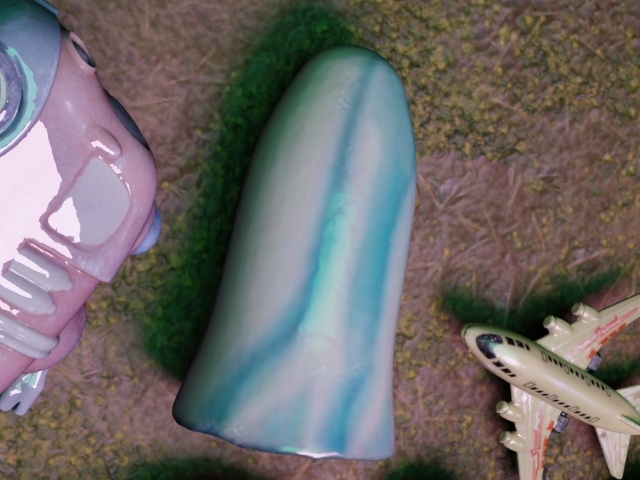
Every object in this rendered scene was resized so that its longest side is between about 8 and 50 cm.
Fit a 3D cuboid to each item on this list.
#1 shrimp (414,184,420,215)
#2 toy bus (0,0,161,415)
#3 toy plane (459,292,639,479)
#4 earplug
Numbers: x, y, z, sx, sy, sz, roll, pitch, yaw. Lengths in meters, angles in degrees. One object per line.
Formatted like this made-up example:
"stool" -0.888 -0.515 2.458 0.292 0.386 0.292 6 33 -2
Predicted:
"shrimp" 0.065 -0.023 0.944 0.059 0.023 0.108 -10 102 -25
"toy bus" -0.242 -0.021 0.764 0.232 0.197 0.294 38 85 -29
"toy plane" 0.222 0.133 0.981 0.244 0.092 0.229 29 91 -19
"earplug" 0.000 0.000 0.852 0.185 0.185 0.324 11 90 -19
